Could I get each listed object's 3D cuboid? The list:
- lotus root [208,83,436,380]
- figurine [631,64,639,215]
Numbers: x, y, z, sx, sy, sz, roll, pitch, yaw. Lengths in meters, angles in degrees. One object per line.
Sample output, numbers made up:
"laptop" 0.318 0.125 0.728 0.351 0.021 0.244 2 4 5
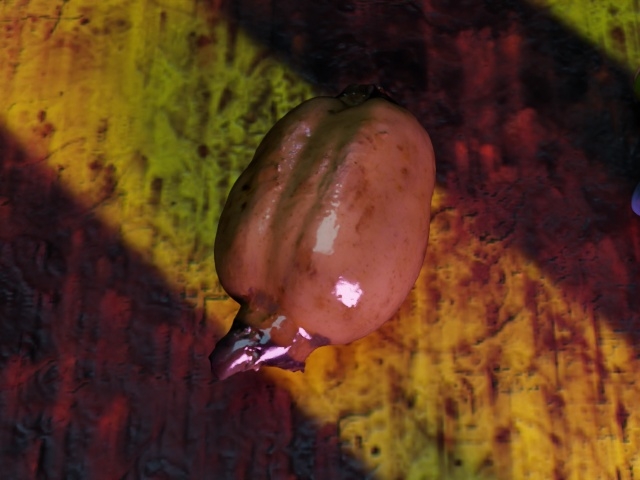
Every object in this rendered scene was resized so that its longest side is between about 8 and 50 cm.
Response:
"lotus root" 0.000 0.000 0.811 0.125 0.118 0.221 -2 56 39
"figurine" 0.279 -0.069 0.840 0.162 0.143 0.263 -3 47 3
